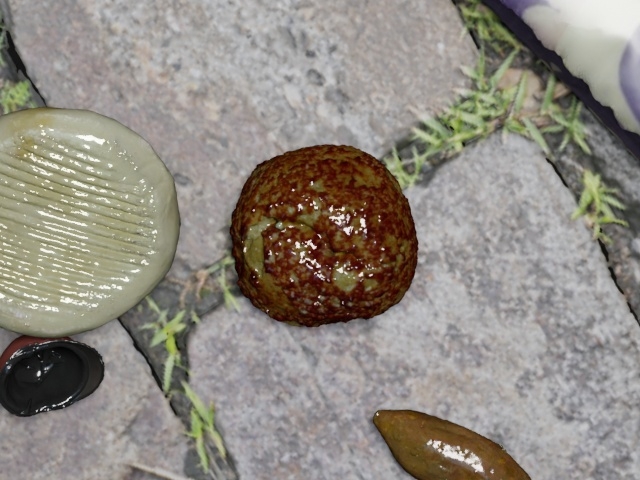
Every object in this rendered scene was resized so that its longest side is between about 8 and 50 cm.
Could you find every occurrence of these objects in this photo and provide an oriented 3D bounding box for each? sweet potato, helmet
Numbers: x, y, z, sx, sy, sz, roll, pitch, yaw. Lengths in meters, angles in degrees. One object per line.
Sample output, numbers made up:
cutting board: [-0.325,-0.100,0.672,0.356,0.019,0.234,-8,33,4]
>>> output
sweet potato: [0.133,0.190,1.033,0.218,0.051,0.065,37,136,1]
helmet: [-0.210,0.095,1.055,0.084,0.049,0.065,-16,121,-11]

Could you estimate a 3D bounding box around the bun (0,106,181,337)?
bun: [-0.196,-0.021,1.021,0.183,0.102,0.183,-2,108,-7]

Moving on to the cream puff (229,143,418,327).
cream puff: [0.000,0.000,1.018,0.149,0.084,0.149,0,92,6]

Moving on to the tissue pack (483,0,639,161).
tissue pack: [0.263,-0.185,0.967,0.242,0.125,0.343,-45,90,5]
